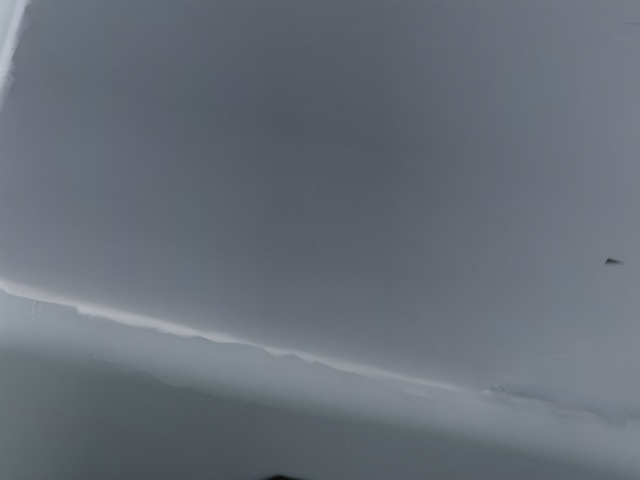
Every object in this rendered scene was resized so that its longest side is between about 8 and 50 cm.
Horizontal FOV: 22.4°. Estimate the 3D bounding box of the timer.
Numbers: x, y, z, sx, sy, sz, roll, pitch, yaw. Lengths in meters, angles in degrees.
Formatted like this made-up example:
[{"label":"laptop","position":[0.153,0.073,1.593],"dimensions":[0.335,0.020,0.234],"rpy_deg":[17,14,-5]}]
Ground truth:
[{"label":"timer","position":[0.000,0.000,0.462],"dimensions":[0.195,0.194,0.192],"rpy_deg":[111,169,-57]}]
